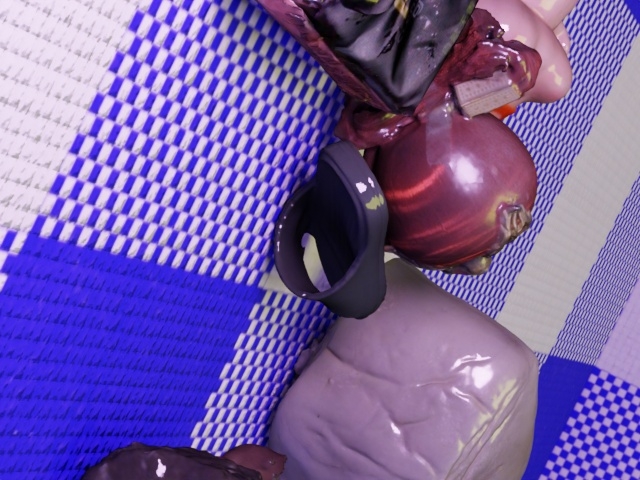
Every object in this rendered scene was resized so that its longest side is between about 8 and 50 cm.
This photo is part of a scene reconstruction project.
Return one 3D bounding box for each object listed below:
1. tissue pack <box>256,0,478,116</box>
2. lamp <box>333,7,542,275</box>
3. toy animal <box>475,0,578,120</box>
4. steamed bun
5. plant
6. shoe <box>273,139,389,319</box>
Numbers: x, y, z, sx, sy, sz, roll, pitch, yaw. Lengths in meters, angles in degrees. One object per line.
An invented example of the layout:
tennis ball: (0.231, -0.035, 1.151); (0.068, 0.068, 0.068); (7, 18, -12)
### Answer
tissue pack: (0.060, -0.242, 1.499); (0.245, 0.123, 0.332); (-65, 162, -4)
lamp: (0.123, -0.068, 1.709); (0.223, 0.215, 0.151); (52, 26, -36)
toy animal: (0.165, -0.208, 1.796); (0.197, 0.171, 0.171); (-65, 162, -6)
steamed bun: (0.078, 0.214, 2.003); (0.236, 0.247, 0.383); (-43, 161, -22)
plant: (-0.124, 0.260, 1.616); (0.234, 0.178, 0.204); (58, 48, -82)
shoe: (0.000, 0.000, 1.723); (0.093, 0.108, 0.241); (-26, 157, -15)
